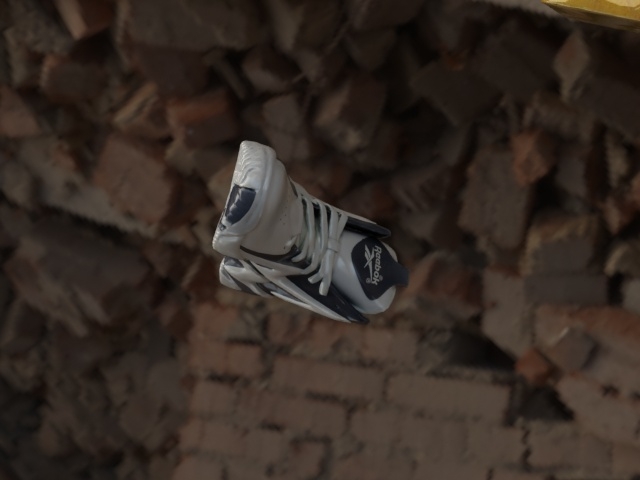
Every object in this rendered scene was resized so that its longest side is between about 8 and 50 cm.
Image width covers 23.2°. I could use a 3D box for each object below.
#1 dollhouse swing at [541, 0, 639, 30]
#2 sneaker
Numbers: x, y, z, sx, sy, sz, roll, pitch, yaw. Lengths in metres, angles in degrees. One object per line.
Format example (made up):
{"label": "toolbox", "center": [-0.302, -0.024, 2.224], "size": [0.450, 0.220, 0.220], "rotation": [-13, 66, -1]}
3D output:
{"label": "dollhouse swing", "center": [0.241, -0.411, 1.568], "size": [0.305, 0.315, 0.347], "rotation": [17, 98, 16]}
{"label": "sneaker", "center": [0.000, 0.000, 1.226], "size": [0.153, 0.094, 0.235], "rotation": [14, 157, 2]}
